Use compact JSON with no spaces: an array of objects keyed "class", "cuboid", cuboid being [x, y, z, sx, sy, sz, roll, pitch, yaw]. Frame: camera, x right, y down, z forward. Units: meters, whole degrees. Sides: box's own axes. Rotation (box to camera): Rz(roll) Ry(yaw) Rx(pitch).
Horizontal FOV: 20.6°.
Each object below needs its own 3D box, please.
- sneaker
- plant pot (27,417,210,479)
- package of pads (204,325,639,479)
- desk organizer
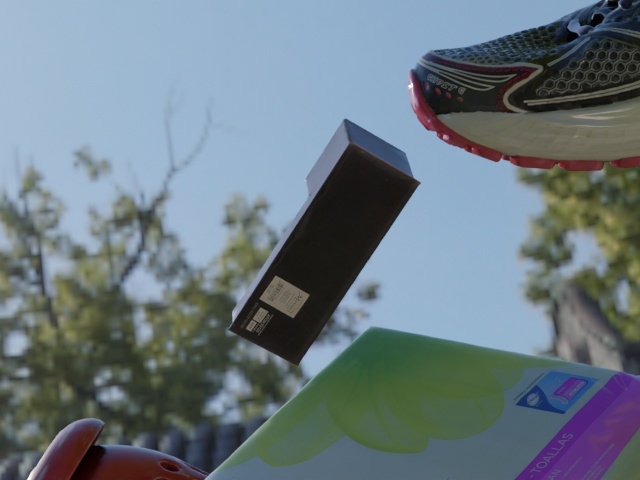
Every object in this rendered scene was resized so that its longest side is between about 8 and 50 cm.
[{"class":"sneaker","cuboid":[0.180,-0.116,0.798,0.299,0.112,0.121,-20,19,2]},{"class":"plant pot","cuboid":[-0.166,0.251,1.397,0.174,0.191,0.191,30,-33,-3]},{"class":"package of pads","cuboid":[0.083,0.167,1.096,0.296,0.229,0.101,7,-54,43]},{"class":"desk organizer","cuboid":[0.000,0.000,0.996,0.047,0.050,0.130,29,-72,-15]}]
